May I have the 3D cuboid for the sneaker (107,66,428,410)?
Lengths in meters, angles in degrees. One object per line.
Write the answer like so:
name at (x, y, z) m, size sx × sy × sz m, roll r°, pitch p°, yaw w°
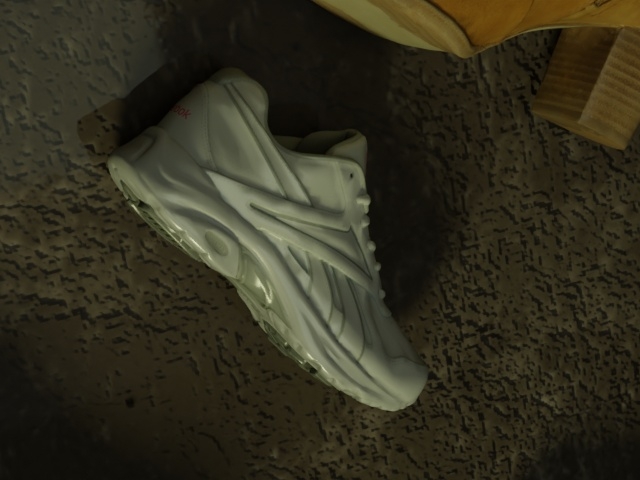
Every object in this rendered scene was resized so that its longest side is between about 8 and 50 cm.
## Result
sneaker at (0.000, 0.000, 0.745) m, size 0.115 × 0.090 × 0.232 m, roll -48°, pitch 120°, yaw -7°

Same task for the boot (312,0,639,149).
boot at (0.110, -0.192, 0.732) m, size 0.295 × 0.104 × 0.211 m, roll 22°, pitch 92°, yaw -34°
